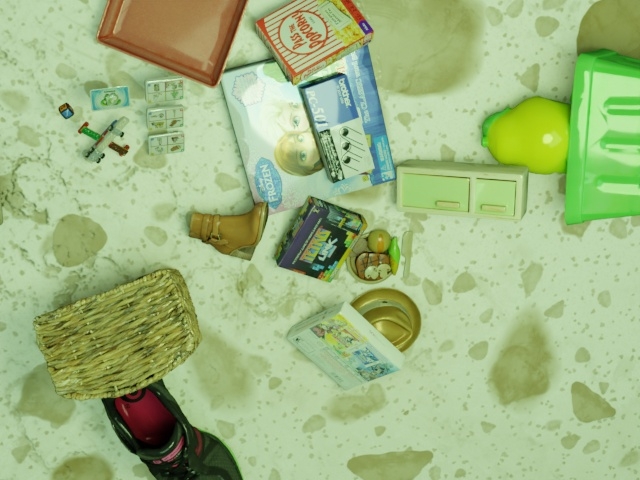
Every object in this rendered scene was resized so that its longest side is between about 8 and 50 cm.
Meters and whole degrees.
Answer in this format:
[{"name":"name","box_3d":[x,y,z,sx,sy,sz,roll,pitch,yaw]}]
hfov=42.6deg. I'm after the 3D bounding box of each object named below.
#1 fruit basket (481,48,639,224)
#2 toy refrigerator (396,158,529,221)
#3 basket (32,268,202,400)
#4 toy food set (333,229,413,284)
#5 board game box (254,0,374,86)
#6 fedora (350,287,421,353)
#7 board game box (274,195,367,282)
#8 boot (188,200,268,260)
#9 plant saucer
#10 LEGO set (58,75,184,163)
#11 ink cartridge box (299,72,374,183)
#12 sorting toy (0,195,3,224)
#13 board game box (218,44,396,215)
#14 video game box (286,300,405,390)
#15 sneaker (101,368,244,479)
[{"name":"fruit basket","box_3d":[0.557,-0.228,1.798,0.391,0.283,0.393,11,110,31]},{"name":"toy refrigerator","box_3d":[0.302,-0.109,1.762,0.269,0.094,0.102,6,109,21]},{"name":"basket","box_3d":[-0.401,0.199,1.696,0.299,0.223,0.214,-21,91,-5]},{"name":"toy food set","box_3d":[0.120,0.039,1.868,0.191,0.038,0.133,-2,106,-10]},{"name":"board game box","box_3d":[-0.012,-0.420,1.657,0.193,0.045,0.147,-32,76,-9]},{"name":"fedora","box_3d":[0.149,0.205,1.901,0.194,0.079,0.195,-3,107,-10]},{"name":"board game box","box_3d":[0.000,0.000,1.794,0.141,0.048,0.170,17,118,-28]},{"name":"boot","box_3d":[-0.196,-0.034,1.728,0.152,0.073,0.197,21,139,-7]},{"name":"plant saucer","box_3d":[-0.280,-0.467,1.625,0.258,0.048,0.259,21,101,-6]},{"name":"LEGO set","box_3d":[-0.399,-0.246,1.657,0.244,0.060,0.183,-12,135,-20]},{"name":"ink cartridge box","box_3d":[0.035,-0.231,1.699,0.097,0.046,0.207,-20,108,-7]},{"name":"sorting toy","box_3d":[-0.764,-0.175,1.645,0.228,0.041,0.308,-2,106,-6]},{"name":"board game box","box_3d":[-0.024,-0.242,1.745,0.317,0.066,0.319,-17,108,-5]},{"name":"video game box","box_3d":[0.056,0.242,1.858,0.205,0.048,0.187,44,136,-19]},{"name":"sneaker","box_3d":[-0.340,0.460,1.818,0.185,0.202,0.483,-36,109,2]}]
